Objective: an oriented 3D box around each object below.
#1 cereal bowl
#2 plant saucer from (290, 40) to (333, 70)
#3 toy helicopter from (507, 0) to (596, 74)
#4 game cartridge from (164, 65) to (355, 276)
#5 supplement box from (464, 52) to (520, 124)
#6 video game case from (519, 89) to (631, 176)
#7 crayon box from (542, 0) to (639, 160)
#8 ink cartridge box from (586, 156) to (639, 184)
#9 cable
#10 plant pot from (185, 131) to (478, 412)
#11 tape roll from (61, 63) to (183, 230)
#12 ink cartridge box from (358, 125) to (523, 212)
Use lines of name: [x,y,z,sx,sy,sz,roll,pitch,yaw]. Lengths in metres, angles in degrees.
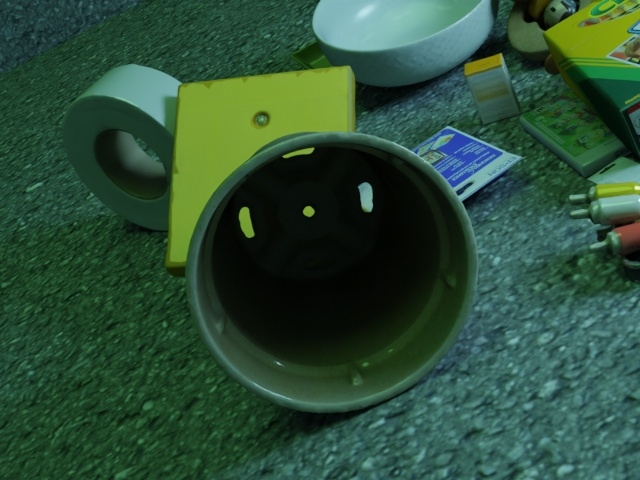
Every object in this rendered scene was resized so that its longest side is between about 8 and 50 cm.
cereal bowl: [0.164,-0.390,1.932,0.339,0.141,0.339,-13,42,12]
plant saucer: [0.054,-0.376,2.125,0.188,0.045,0.188,-30,29,-7]
toy helicopter: [0.465,-0.396,1.722,0.355,0.140,0.235,-23,50,31]
game cartridge: [-0.087,-0.106,1.614,0.285,0.053,0.324,-4,66,11]
supplement box: [0.271,-0.238,1.674,0.062,0.098,0.036,-15,35,18]
video game case: [0.417,-0.182,1.543,0.193,0.023,0.212,-27,29,-1]
crayon box: [0.530,-0.293,1.464,0.363,0.106,0.313,-30,30,8]
ink cartridge box: [0.403,-0.068,1.367,0.063,0.029,0.115,-33,29,-9]
cable: [0.442,-0.042,1.247,0.287,0.072,0.139,-19,43,11]
plant pot: [0.000,0.000,1.339,0.334,0.334,0.305,-26,17,2]
tape roll: [-0.297,-0.154,1.814,0.286,0.286,0.100,-3,37,36]
ink cartridge box: [0.166,-0.077,1.555,0.206,0.045,0.208,-34,28,-11]
